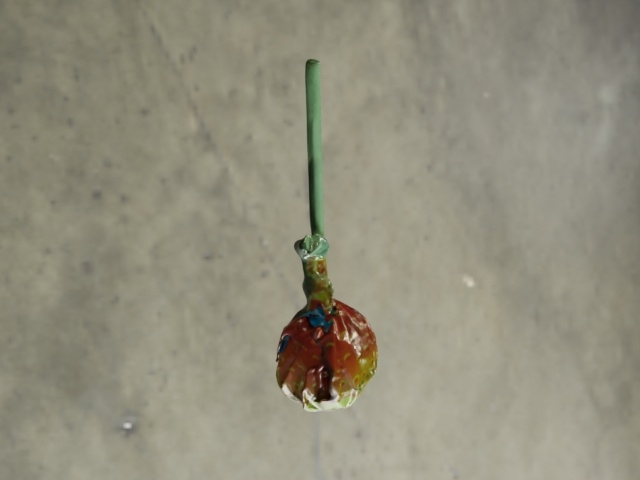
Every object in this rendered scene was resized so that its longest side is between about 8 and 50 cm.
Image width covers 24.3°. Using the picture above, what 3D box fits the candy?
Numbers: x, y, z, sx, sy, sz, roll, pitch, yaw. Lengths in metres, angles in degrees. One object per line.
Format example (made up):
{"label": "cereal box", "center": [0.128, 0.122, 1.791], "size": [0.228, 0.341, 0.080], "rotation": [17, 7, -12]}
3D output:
{"label": "candy", "center": [0.000, 0.000, 0.803], "size": [0.060, 0.060, 0.201], "rotation": [-34, 127, -52]}
